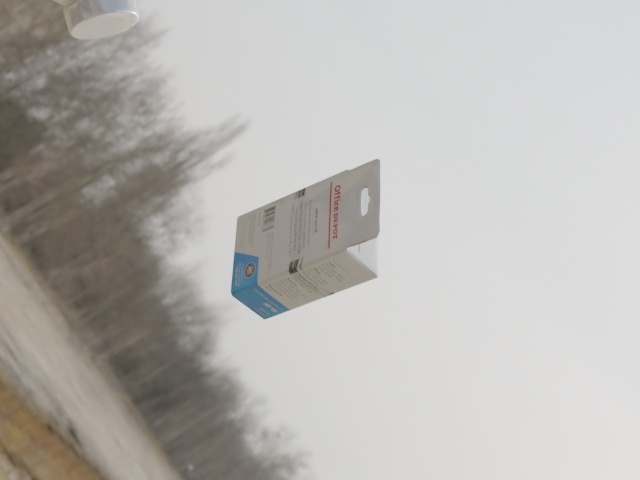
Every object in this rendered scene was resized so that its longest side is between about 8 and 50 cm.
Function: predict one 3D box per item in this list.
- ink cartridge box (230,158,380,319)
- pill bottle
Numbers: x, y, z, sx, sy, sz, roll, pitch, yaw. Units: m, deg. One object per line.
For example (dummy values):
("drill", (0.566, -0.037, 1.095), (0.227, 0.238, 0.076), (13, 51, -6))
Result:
("ink cartridge box", (0.000, 0.000, 1.269), (0.060, 0.180, 0.104), (42, 38, -40))
("pill bottle", (-0.232, -0.287, 1.224), (0.094, 0.094, 0.169), (126, -52, -79))
